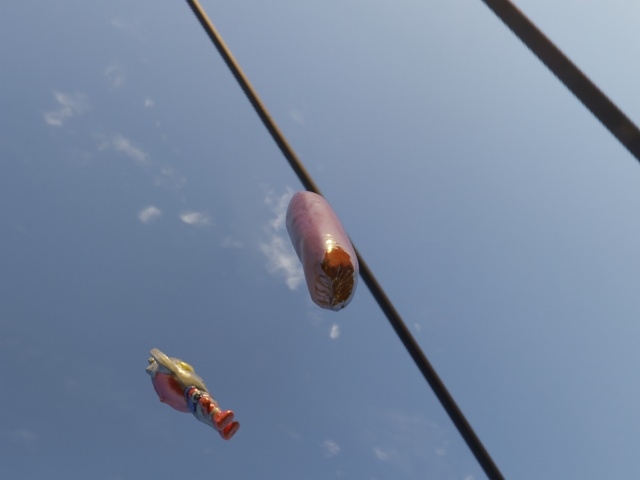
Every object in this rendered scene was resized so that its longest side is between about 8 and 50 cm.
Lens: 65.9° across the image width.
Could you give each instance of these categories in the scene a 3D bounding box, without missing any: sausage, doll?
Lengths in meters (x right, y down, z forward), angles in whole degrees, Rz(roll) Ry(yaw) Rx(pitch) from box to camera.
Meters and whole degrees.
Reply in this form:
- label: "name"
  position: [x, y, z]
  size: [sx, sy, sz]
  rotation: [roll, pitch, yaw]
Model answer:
- label: "sausage"
  position: [0.000, 0.000, 0.730]
  size: [0.083, 0.300, 0.089]
  rotation: [1, -65, -13]
- label: "doll"
  position: [-0.191, 0.213, 0.700]
  size: [0.062, 0.194, 0.104]
  rotation: [-55, -38, -17]
